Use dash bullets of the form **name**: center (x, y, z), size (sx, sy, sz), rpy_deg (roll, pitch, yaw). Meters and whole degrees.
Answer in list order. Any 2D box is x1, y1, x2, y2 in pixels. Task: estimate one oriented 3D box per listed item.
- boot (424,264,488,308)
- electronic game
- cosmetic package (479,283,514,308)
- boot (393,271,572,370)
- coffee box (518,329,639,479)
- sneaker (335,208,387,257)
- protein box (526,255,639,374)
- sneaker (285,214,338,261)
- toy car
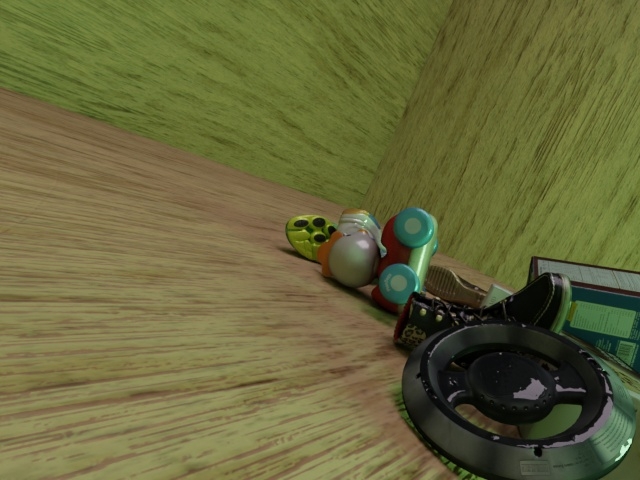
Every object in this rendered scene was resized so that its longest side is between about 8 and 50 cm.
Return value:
- **boot**: center (0.431, 0.166, 1.369), size (0.248, 0.090, 0.207), rpy_deg (27, -3, 30)
- **electronic game**: center (0.204, 0.161, 0.486), size (0.229, 0.048, 0.229), rpy_deg (-7, 25, 3)
- **cosmetic package**: center (0.512, 0.211, 1.109), size (0.230, 0.118, 0.085), rpy_deg (26, 7, 16)
- **boot**: center (0.225, 0.113, 0.656), size (0.178, 0.237, 0.085), rpy_deg (20, 44, 0)
- **coffee box**: center (0.378, 0.223, 0.651), size (0.168, 0.119, 0.297), rpy_deg (25, 9, 14)
- **sneaker**: center (0.123, 0.053, 1.108), size (0.111, 0.131, 0.296), rpy_deg (-4, -36, 45)
- **protein box**: center (0.487, 0.157, 0.838), size (0.201, 0.200, 0.136), rpy_deg (10, 21, 22)
- **sneaker**: center (0.000, 0.000, 1.124), size (0.123, 0.110, 0.295), rpy_deg (7, -3, 34)
- **toy car**: center (0.105, 0.026, 0.920), size (0.237, 0.211, 0.219), rpy_deg (14, -6, 18)
